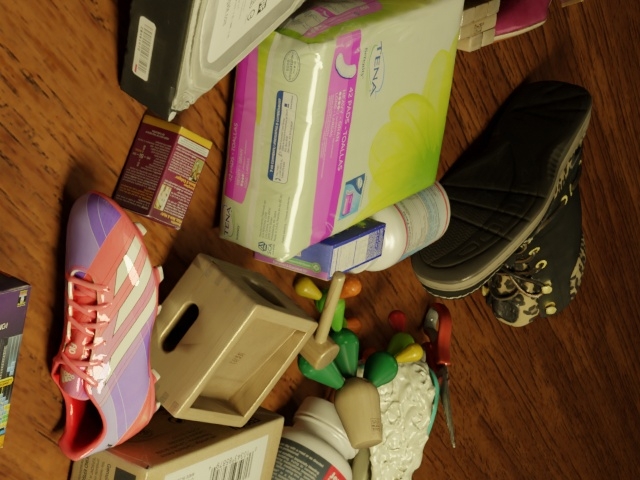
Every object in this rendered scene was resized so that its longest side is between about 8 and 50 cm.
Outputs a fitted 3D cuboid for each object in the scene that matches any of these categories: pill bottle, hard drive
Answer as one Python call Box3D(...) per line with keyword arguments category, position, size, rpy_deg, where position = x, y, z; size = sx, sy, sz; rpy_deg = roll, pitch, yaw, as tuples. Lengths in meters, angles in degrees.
Box3D(category="pill bottle", position=(0.070, -0.017, 1.598), size=(0.160, 0.087, 0.087), rpy_deg=(-26, 130, -52))
Box3D(category="hard drive", position=(-0.029, -0.275, 1.201), size=(0.339, 0.064, 0.237), rpy_deg=(-49, 167, -36))
Box3D(category="pill bottle", position=(-0.028, 0.265, 1.583), size=(0.180, 0.108, 0.108), rpy_deg=(-57, 149, -24))

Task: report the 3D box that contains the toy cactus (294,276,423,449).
Box3D(category="toy cactus", position=(0.040, 0.132, 1.574), size=(0.219, 0.112, 0.181), rpy_deg=(18, 52, -53))

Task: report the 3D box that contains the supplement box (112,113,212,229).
Box3D(category="supplement box", position=(-0.136, -0.058, 1.252), size=(0.055, 0.043, 0.083), rpy_deg=(27, 83, -62))

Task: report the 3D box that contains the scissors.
Box3D(category="scissors", position=(0.146, 0.152, 1.743), size=(0.297, 0.021, 0.109), rpy_deg=(-107, -146, -78))

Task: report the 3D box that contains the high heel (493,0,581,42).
Box3D(category="high heel", position=(0.246, -0.318, 1.760), size=(0.244, 0.082, 0.117), rpy_deg=(-30, 102, -32))

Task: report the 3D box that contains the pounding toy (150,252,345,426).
Box3D(category="pounding toy", position=(-0.063, 0.077, 1.384), size=(0.181, 0.094, 0.206), rpy_deg=(-54, 153, 7))

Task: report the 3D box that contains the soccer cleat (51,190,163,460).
Box3D(category="soccer cleat", position=(-0.186, 0.076, 1.217), size=(0.095, 0.083, 0.248), rpy_deg=(-37, 140, -39))

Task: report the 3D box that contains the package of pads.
Box3D(category="package of pads", position=(0.024, -0.135, 1.429), size=(0.296, 0.101, 0.229), rpy_deg=(-28, 132, -53))

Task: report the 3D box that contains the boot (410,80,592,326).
Box3D(category="boot", position=(0.247, 0.005, 1.886), size=(0.377, 0.138, 0.284), rpy_deg=(-56, 149, -36))

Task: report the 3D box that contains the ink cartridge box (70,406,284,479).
Box3D(category="ink cartridge box", position=(-0.145, 0.264, 1.397), size=(0.234, 0.088, 0.193), rpy_deg=(-13, 117, -59))

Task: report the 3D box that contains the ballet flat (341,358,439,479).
Box3D(category="ballet flat", position=(0.033, 0.320, 1.740), size=(0.147, 0.147, 0.409), rpy_deg=(-11, 114, -58))

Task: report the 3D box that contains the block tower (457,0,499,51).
Box3D(category="block tower", position=(0.148, -0.367, 1.505), size=(0.091, 0.097, 0.335), rpy_deg=(-29, 131, -52))

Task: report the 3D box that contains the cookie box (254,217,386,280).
Box3D(category="cookie box", position=(0.000, 0.000, 1.480), size=(0.107, 0.091, 0.040), rpy_deg=(-22, 123, -54))

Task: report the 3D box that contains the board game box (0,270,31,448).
Box3D(category="board game box", position=(-0.295, 0.102, 1.065), size=(0.170, 0.048, 0.141), rpy_deg=(-15, 123, -57))
